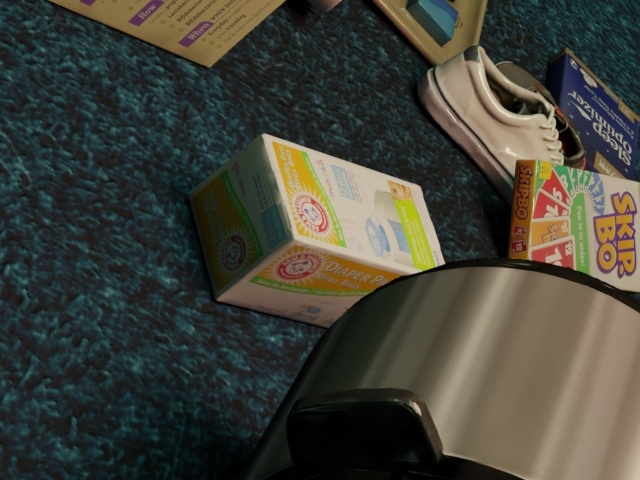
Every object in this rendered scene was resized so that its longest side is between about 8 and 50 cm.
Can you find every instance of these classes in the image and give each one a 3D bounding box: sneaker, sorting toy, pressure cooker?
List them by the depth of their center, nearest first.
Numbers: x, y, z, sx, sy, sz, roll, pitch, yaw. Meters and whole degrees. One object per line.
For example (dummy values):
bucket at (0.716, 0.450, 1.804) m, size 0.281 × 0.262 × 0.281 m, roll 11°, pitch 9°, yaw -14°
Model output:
pressure cooker at (0.098, 0.257, 1.256) m, size 0.370 × 0.375 × 0.420 m, roll 35°, pitch 34°, yaw 0°
sneaker at (0.220, -0.105, 1.997) m, size 0.258 × 0.091 × 0.094 m, roll 41°, pitch 34°, yaw -22°
sneaker at (0.250, -0.144, 2.075) m, size 0.061 × 0.065 × 0.158 m, roll -37°, pitch 82°, yaw -13°
sorting toy at (0.110, -0.337, 2.128) m, size 0.229 × 0.041 × 0.307 m, roll 41°, pitch 34°, yaw -18°

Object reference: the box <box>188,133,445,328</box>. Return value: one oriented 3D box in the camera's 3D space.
box at (0.000, 0.000, 1.609) m, size 0.203 × 0.103 × 0.114 m, roll 17°, pitch 46°, yaw -43°

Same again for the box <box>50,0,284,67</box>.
box at (-0.129, -0.291, 1.621) m, size 0.243 × 0.213 × 0.117 m, roll 19°, pitch 46°, yaw -41°

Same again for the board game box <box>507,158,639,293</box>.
board game box at (0.292, -0.011, 2.002) m, size 0.259 × 0.039 × 0.124 m, roll 8°, pitch 86°, yaw -51°

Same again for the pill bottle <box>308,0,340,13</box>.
pill bottle at (-0.043, -0.338, 1.861) m, size 0.221 × 0.124 × 0.124 m, roll 46°, pitch 33°, yaw -11°

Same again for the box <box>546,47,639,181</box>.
box at (0.320, -0.121, 2.194) m, size 0.136 × 0.036 × 0.225 m, roll 41°, pitch 35°, yaw -18°
